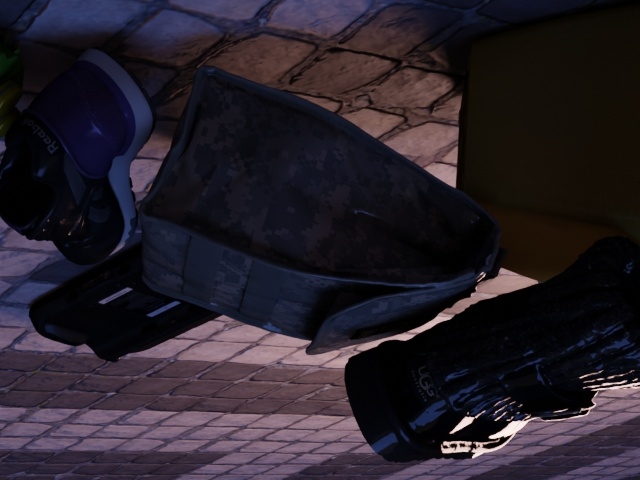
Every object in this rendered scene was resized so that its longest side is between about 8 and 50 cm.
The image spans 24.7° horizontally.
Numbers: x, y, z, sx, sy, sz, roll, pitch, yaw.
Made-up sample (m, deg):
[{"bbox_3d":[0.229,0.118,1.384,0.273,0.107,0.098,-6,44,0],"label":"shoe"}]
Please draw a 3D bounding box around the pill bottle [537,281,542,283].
[{"bbox_3d":[0.453,0.015,1.552,0.408,0.229,0.229,1,158,-25],"label":"pill bottle"}]

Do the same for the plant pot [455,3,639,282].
[{"bbox_3d":[0.214,-0.075,1.272,0.187,0.212,0.212,4,160,3],"label":"plant pot"}]

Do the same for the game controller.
[{"bbox_3d":[-0.192,0.061,1.681,0.166,0.067,0.319,28,141,-36],"label":"game controller"}]

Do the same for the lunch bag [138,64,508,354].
[{"bbox_3d":[0.000,0.000,1.251,0.287,0.169,0.235,20,165,-2],"label":"lunch bag"}]

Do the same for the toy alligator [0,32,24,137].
[{"bbox_3d":[-0.250,-0.134,1.123,0.051,0.056,0.189,-47,174,-25],"label":"toy alligator"}]

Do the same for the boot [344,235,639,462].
[{"bbox_3d":[0.200,0.096,1.280,0.260,0.131,0.348,-27,173,22],"label":"boot"}]

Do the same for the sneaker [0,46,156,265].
[{"bbox_3d":[-0.227,-0.045,1.227,0.124,0.107,0.283,-41,166,-28],"label":"sneaker"}]
